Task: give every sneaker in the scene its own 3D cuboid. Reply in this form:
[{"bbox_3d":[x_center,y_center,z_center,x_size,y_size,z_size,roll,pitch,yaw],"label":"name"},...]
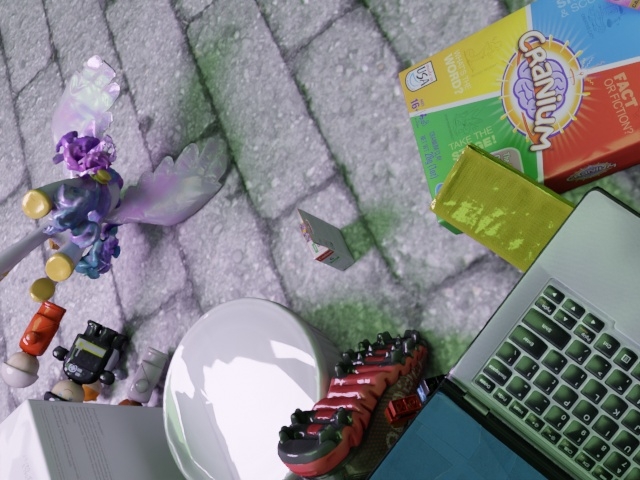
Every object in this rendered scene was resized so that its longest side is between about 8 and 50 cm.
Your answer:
[{"bbox_3d":[0.059,0.214,0.827,0.097,0.276,0.135,-11,109,39],"label":"sneaker"}]

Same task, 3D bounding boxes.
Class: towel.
[{"bbox_3d":[0.250,-0.014,0.818,0.237,0.021,0.102,36,110,17],"label":"towel"}]

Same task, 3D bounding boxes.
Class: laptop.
[{"bbox_3d":[0.280,0.212,0.588,0.382,0.236,0.408,38,98,15],"label":"laptop"}]

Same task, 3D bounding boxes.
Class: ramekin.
[{"bbox_3d":[-0.081,0.221,0.960,0.272,0.127,0.273,-10,71,31],"label":"ramekin"}]

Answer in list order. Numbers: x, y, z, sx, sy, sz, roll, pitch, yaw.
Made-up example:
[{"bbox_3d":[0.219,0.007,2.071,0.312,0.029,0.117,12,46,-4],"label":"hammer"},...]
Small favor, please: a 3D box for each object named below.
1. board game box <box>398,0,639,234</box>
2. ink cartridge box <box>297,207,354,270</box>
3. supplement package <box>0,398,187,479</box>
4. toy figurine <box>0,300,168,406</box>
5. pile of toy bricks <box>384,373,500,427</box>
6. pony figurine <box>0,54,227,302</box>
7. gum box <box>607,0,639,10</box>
[{"bbox_3d":[0.275,-0.177,0.878,0.316,0.064,0.242,-24,64,26],"label":"board game box"},{"bbox_3d":[0.000,0.000,0.977,0.029,0.115,0.063,-36,59,19],"label":"ink cartridge box"},{"bbox_3d":[-0.322,0.353,0.978,0.175,0.293,0.178,-42,57,16],"label":"supplement package"},{"bbox_3d":[-0.375,0.209,1.108,0.213,0.209,0.148,14,73,35],"label":"toy figurine"},{"bbox_3d":[0.165,0.221,0.778,0.105,0.212,0.118,104,151,-52],"label":"pile of toy bricks"},{"bbox_3d":[-0.374,-0.073,1.126,0.351,0.302,0.363,-45,12,24],"label":"pony figurine"},{"bbox_3d":[0.404,-0.355,0.795,0.107,0.062,0.189,20,70,9],"label":"gum box"}]
